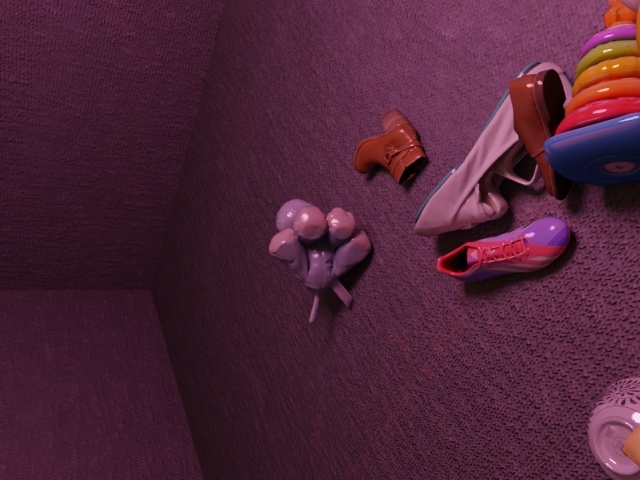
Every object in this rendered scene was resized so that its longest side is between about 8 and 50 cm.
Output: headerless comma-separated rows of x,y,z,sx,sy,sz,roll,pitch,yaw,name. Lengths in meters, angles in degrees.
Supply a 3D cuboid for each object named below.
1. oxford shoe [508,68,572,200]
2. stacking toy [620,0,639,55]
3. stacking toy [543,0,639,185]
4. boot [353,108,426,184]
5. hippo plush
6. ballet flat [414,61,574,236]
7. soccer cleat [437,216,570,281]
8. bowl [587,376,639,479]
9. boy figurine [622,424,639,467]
0.345,-0.160,0.854,0.076,0.076,0.212,7,128,50,oxford shoe
0.467,-0.240,0.575,0.351,0.350,0.480,-57,32,38,stacking toy
0.428,-0.242,0.780,0.165,0.175,0.302,-10,67,55,stacking toy
0.155,-0.184,1.265,0.197,0.072,0.153,-56,48,44,boot
0.000,0.000,1.425,0.294,0.234,0.237,62,-175,-30,hippo plush
0.308,-0.119,0.977,0.400,0.139,0.139,-58,42,36,ballet flat
0.316,0.022,0.964,0.248,0.095,0.083,-28,64,54,soccer cleat
0.437,0.280,0.763,0.170,0.080,0.170,-9,80,57,bowl
0.436,0.172,0.588,0.092,0.285,0.177,31,148,47,boy figurine
